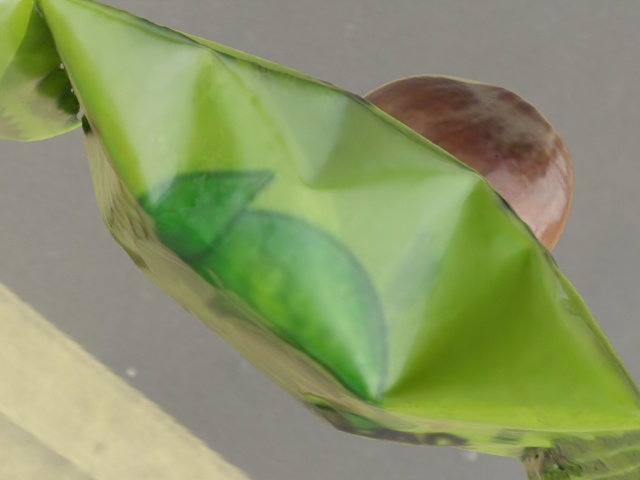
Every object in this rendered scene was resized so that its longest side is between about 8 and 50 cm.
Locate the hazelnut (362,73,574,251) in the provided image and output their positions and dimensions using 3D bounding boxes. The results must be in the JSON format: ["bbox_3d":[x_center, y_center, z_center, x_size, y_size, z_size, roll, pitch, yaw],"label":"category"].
[{"bbox_3d":[0.039,-0.015,0.635,0.086,0.086,0.086,-12,110,-36],"label":"hazelnut"}]

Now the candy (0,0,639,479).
[{"bbox_3d":[0.000,0.000,0.531,0.246,0.149,0.069,38,80,4],"label":"candy"}]
